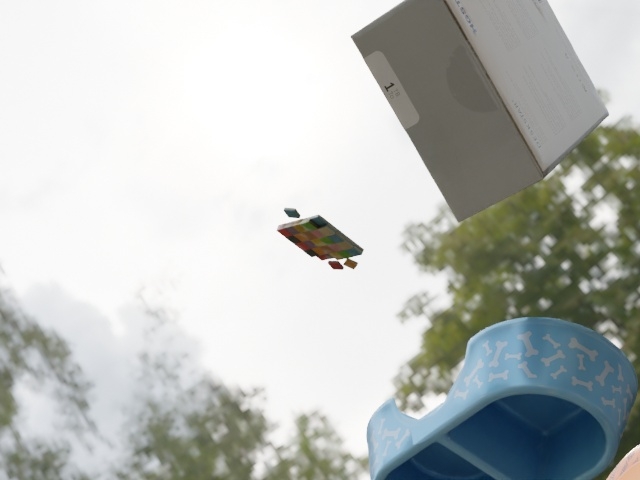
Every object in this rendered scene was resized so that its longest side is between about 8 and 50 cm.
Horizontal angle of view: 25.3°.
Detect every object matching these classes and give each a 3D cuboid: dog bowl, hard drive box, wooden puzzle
[{"bbox_3d":[0.159,0.187,1.316,0.166,0.074,0.297,35,-50,-17],"label":"dog bowl"},{"bbox_3d":[0.146,-0.142,1.236,0.089,0.181,0.232,-28,3,29],"label":"hard drive box"},{"bbox_3d":[0.000,0.000,1.075,0.083,0.006,0.049,37,-30,-29],"label":"wooden puzzle"}]

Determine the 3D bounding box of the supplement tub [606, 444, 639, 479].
[{"bbox_3d":[0.415,0.323,1.333,0.316,0.193,0.193,32,-65,-12],"label":"supplement tub"}]
